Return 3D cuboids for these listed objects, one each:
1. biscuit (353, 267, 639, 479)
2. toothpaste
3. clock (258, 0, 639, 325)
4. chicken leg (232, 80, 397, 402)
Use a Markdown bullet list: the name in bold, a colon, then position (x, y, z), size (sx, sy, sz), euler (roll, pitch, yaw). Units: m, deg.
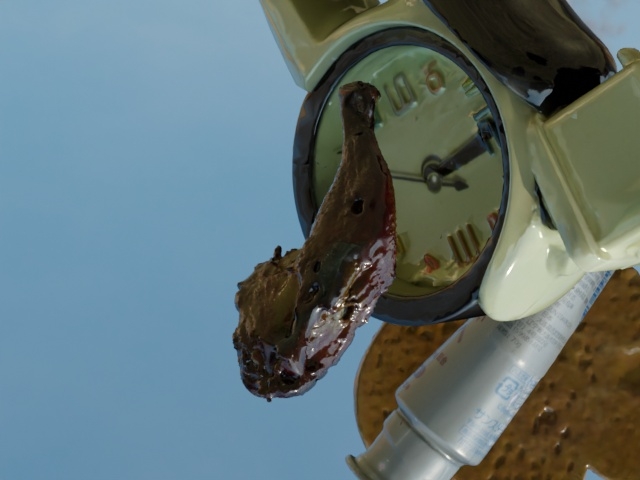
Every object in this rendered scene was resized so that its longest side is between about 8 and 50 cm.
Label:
- **biscuit**: position (0.169, 0.110, 1.046), size (0.288, 0.202, 0.044), euler (-14, 174, 1)
- **toothpaste**: position (0.137, 0.055, 0.930), size (0.073, 0.299, 0.114), euler (42, -178, 21)
- **clock**: position (0.062, -0.144, 0.765), size (0.120, 0.276, 0.379), euler (-8, -107, -47)
- **chicken leg**: position (0.004, 0.002, 0.607), size (0.062, 0.145, 0.037), euler (26, 174, 24)
